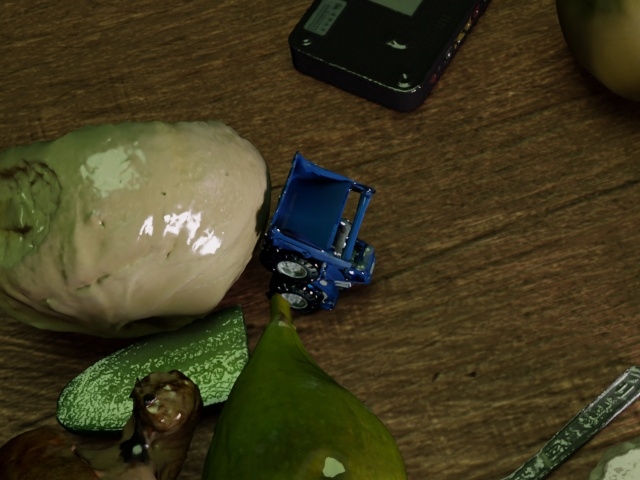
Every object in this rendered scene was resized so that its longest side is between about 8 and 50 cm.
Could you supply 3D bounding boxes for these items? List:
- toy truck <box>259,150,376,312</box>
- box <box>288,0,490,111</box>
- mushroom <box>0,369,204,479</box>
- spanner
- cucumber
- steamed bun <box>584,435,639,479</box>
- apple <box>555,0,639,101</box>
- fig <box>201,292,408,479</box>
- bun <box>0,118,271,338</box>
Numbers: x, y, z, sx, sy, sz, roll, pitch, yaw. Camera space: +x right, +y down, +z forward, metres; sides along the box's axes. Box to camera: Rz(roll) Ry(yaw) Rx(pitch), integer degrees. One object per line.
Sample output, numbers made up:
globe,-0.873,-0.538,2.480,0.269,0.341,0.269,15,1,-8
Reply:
toy truck,0.000,0.000,1.475,0.126,0.208,0.113,11,62,14
box,0.124,-0.349,1.763,0.211,0.058,0.350,23,64,20
mushroom,-0.213,0.296,1.289,0.254,0.267,0.267,-19,59,3
spanner,0.263,0.248,1.405,0.325,0.026,0.093,-37,63,-17
cucumber,-0.194,0.170,1.477,0.243,0.063,0.115,-16,65,-4
steamed bun,0.357,0.298,1.319,0.182,0.106,0.183,-5,58,8
apple,0.428,-0.305,1.586,0.262,0.262,0.262,-3,59,4
fig,-0.003,0.227,1.344,0.233,0.233,0.314,10,43,12
bun,-0.224,0.010,1.427,0.364,0.364,0.202,-11,74,-1
